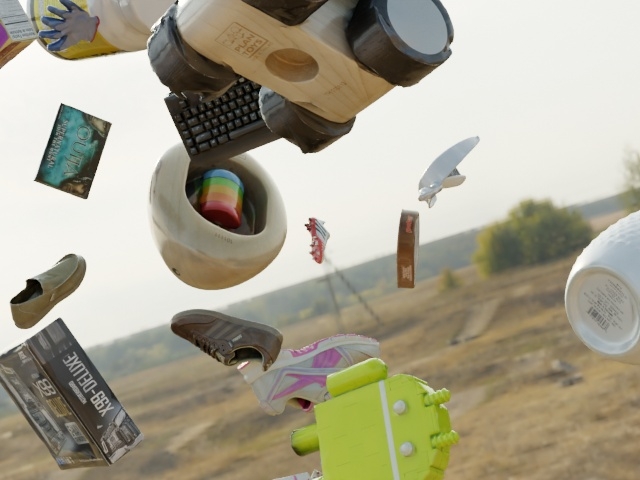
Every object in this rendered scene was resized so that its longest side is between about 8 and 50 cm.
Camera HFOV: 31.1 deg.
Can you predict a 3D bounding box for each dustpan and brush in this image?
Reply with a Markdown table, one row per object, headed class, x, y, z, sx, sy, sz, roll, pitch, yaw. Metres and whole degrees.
| class | x | y | z | sx | sy | sz | roll | pitch | yaw |
| --- | --- | --- | --- | --- | --- | --- | --- | --- | --- |
| dustpan and brush | 0.206 | -0.102 | 1.977 | 0.211 | 0.060 | 0.147 | -15 | -35 | -54 |

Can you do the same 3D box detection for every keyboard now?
| class | x | y | z | sx | sy | sz | roll | pitch | yaw |
| --- | --- | --- | --- | --- | --- | --- | --- | --- | --- |
| keyboard | -0.081 | -0.238 | 1.578 | 0.317 | 0.201 | 0.033 | -20 | 4 | 24 |

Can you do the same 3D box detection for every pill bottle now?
| class | x | y | z | sx | sy | sz | roll | pitch | yaw |
| --- | --- | --- | --- | --- | --- | --- | --- | --- | --- |
| pill bottle | -0.387 | -0.436 | 2.126 | 0.188 | 0.187 | 0.334 | -14 | 11 | -41 |

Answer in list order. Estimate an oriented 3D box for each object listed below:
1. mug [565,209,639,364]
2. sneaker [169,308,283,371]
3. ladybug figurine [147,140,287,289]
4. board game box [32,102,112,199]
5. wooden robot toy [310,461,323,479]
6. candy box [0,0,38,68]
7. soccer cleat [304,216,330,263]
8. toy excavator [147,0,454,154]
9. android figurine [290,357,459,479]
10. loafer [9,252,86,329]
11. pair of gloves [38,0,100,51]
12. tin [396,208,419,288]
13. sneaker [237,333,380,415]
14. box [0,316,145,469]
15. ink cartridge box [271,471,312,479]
| class | x | y | z | sx | sy | sz | roll | pitch | yaw |
| --- | --- | --- | --- | --- | --- | --- | --- | --- | --- |
| mug | 0.622 | 0.117 | 2.001 | 0.328 | 0.374 | 0.276 | -18 | -23 | -36 |
| sneaker | -0.157 | 0.159 | 1.817 | 0.189 | 0.071 | 0.066 | 7 | -38 | 14 |
| ladybug figurine | -0.226 | -0.051 | 2.397 | 0.162 | 0.305 | 0.449 | -57 | 15 | 32 |
| board game box | -0.550 | -0.198 | 2.560 | 0.126 | 0.186 | 0.026 | 21 | -14 | -23 |
| wooden robot toy | 0.062 | 0.509 | 2.424 | 0.173 | 0.076 | 0.079 | 1 | -1 | -1 |
| candy box | -0.439 | -0.302 | 1.420 | 0.109 | 0.186 | 0.053 | -27 | 0 | 34 |
| soccer cleat | 0.000 | 0.000 | 1.701 | 0.036 | 0.083 | 0.029 | 11 | -44 | -29 |
| toy excavator | -0.067 | -0.380 | 1.256 | 0.433 | 0.445 | 0.222 | 25 | -35 | -26 |
| android figurine | 0.078 | 0.292 | 1.648 | 0.273 | 0.248 | 0.056 | -24 | -33 | 30 |
| loafer | -0.413 | 0.070 | 1.741 | 0.056 | 0.050 | 0.148 | 16 | 56 | 35 |
| pair of gloves | -0.398 | -0.407 | 1.911 | 0.023 | 0.198 | 0.159 | 28 | 17 | 15 |
| tin | 0.166 | 0.018 | 2.171 | 0.040 | 0.106 | 0.189 | 9 | -32 | 10 |
| sneaker | -0.009 | 0.227 | 1.913 | 0.252 | 0.111 | 0.103 | -12 | -10 | -24 |
| box | -0.436 | 0.265 | 1.936 | 0.076 | 0.242 | 0.307 | -37 | 7 | -29 |
| ink cartridge box | -0.051 | 0.366 | 1.499 | 0.090 | 0.092 | 0.143 | -31 | -17 | 14 |
